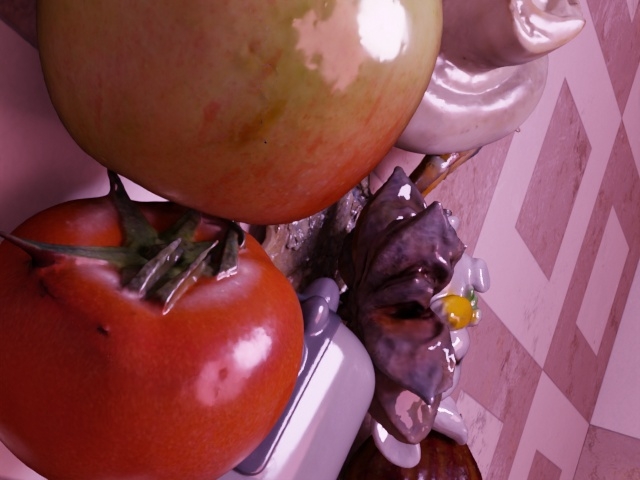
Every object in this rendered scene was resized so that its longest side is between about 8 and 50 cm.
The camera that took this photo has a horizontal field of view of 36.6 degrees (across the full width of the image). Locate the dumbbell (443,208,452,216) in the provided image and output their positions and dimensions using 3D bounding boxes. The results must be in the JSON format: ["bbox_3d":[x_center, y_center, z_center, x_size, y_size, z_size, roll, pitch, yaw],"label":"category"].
[{"bbox_3d":[0.162,0.076,1.468,0.082,0.082,0.253,10,94,-61],"label":"dumbbell"}]

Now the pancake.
[{"bbox_3d":[0.001,0.000,1.182,0.282,0.049,0.282,-40,138,-48],"label":"pancake"}]

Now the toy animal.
[{"bbox_3d":[0.138,0.132,1.338,0.209,0.154,0.325,-9,99,-44],"label":"toy animal"}]

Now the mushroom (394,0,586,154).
[{"bbox_3d":[0.162,-0.251,1.091,0.293,0.290,0.292,8,74,-28],"label":"mushroom"}]

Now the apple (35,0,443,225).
[{"bbox_3d":[-0.066,-0.162,0.751,0.277,0.319,0.319,-56,151,5],"label":"apple"}]

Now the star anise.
[{"bbox_3d":[0.087,0.073,1.094,0.108,0.315,0.315,5,100,-19],"label":"star anise"}]

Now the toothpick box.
[{"bbox_3d":[-0.068,0.181,0.972,0.316,0.229,0.229,-61,147,-27],"label":"toothpick box"}]

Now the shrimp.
[{"bbox_3d":[0.164,-0.102,1.321,0.290,0.054,0.222,-46,175,-40],"label":"shrimp"}]

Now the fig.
[{"bbox_3d":[0.141,0.309,1.446,0.217,0.217,0.320,56,37,-53],"label":"fig"}]

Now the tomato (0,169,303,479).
[{"bbox_3d":[-0.143,0.079,0.762,0.256,0.256,0.224,-24,142,-55],"label":"tomato"}]
